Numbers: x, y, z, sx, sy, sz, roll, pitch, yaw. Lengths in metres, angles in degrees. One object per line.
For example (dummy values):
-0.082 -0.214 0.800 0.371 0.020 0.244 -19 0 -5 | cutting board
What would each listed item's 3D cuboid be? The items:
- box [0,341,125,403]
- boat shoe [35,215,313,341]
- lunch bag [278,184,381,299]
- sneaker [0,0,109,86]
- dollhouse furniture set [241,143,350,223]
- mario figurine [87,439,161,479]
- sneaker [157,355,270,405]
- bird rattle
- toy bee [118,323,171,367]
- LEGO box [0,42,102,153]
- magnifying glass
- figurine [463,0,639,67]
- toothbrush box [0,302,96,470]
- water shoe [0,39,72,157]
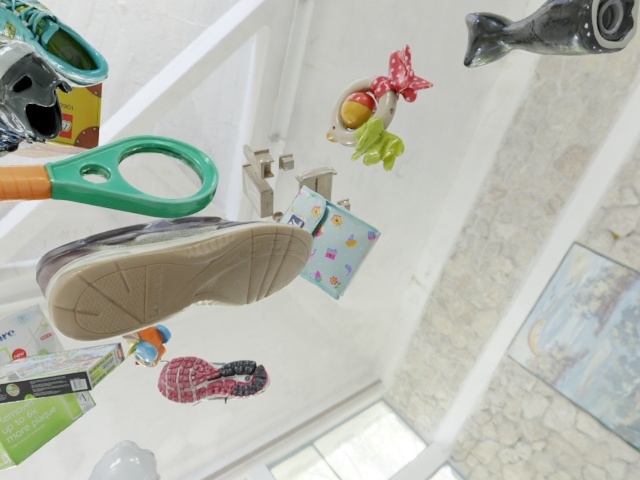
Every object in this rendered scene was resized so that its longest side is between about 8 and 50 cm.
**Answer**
-0.460 0.226 0.745 0.206 0.114 0.036 -10 -80 3 | box
-0.126 0.017 0.446 0.285 0.092 0.103 -13 -50 -45 | boat shoe
0.000 0.000 1.196 0.223 0.262 0.160 -58 -9 5 | lunch bag
-0.465 -0.352 0.697 0.275 0.110 0.107 32 -100 -47 | sneaker
-0.073 -0.219 1.502 0.355 0.174 0.303 -17 -43 -23 | dollhouse furniture set
-0.169 0.320 0.427 0.320 0.170 0.198 19 -62 -34 | mario figurine
-0.282 0.381 1.162 0.112 0.299 0.121 84 -170 -63 | sneaker
0.104 -0.286 0.939 0.143 0.206 0.254 11 -86 -50 | bird rattle
-0.538 0.334 1.336 0.162 0.298 0.195 -21 3 29 | toy bee
-0.798 -0.316 0.927 0.500 0.372 0.193 3 -88 -53 | LEGO box
-0.190 -0.049 0.349 0.231 0.092 0.026 -13 -34 -39 | magnifying glass
0.253 -0.324 0.523 0.092 0.209 0.215 -12 -72 -26 | figurine
-0.671 0.314 0.959 0.122 0.283 0.206 -25 4 23 | toothbrush box
-0.351 -0.135 0.508 0.080 0.203 0.073 41 -132 -18 | water shoe
